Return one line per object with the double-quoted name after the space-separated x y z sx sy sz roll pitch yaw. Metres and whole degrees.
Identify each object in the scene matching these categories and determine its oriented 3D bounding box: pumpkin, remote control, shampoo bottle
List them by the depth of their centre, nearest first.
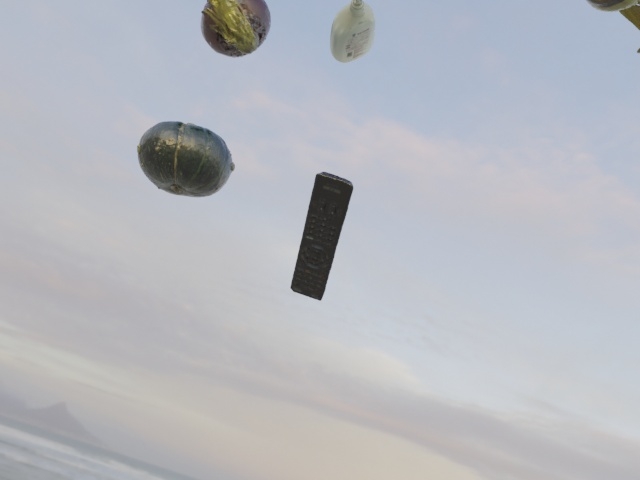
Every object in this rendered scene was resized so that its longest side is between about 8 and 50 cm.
0.052 -0.334 0.929 0.077 0.045 0.152 -26 -11 -6 "shampoo bottle"
0.000 0.000 0.968 0.063 0.025 0.245 23 -52 10 "remote control"
-0.272 -0.164 1.223 0.190 0.146 0.190 25 -16 8 "pumpkin"

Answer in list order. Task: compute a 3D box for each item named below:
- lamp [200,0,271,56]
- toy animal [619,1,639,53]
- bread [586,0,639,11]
-0.178 -0.463 1.306 0.135 0.157 0.156 53 -33 26 "lamp"
0.466 -0.267 0.784 0.155 0.219 0.095 68 -12 -21 "toy animal"
0.337 -0.384 0.705 0.056 0.286 0.207 5 -31 -33 "bread"
